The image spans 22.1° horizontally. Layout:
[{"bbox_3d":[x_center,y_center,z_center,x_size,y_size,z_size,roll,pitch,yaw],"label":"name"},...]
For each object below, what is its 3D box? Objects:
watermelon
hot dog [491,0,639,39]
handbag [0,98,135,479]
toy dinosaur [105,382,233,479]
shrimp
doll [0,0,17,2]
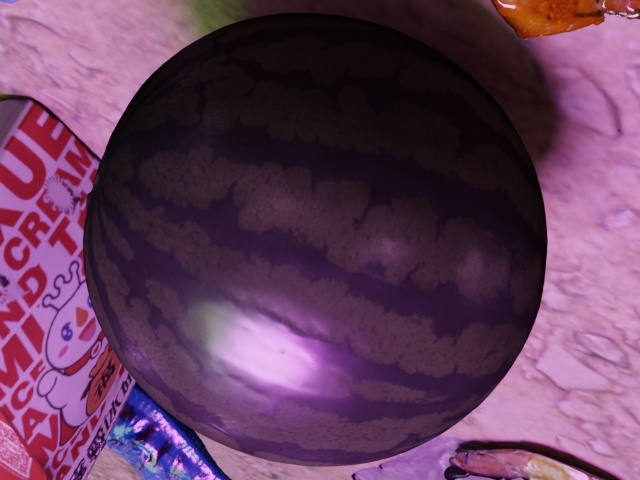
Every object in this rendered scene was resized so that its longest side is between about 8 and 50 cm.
[{"bbox_3d":[0.000,0.000,0.748,0.212,0.212,0.212,22,153,12],"label":"watermelon"},{"bbox_3d":[0.066,-0.164,0.525,0.115,0.072,0.269,-11,139,16],"label":"hot dog"},{"bbox_3d":[-0.205,0.052,1.067,0.151,0.171,0.298,22,153,7],"label":"handbag"},{"bbox_3d":[-0.153,0.142,1.292,0.329,0.076,0.144,39,146,3],"label":"toy dinosaur"},{"bbox_3d":[0.142,0.203,1.142,0.152,0.046,0.219,31,149,-7],"label":"shrimp"},{"bbox_3d":[-0.239,-0.211,0.677,0.314,0.141,0.177,41,154,-17],"label":"doll"}]
